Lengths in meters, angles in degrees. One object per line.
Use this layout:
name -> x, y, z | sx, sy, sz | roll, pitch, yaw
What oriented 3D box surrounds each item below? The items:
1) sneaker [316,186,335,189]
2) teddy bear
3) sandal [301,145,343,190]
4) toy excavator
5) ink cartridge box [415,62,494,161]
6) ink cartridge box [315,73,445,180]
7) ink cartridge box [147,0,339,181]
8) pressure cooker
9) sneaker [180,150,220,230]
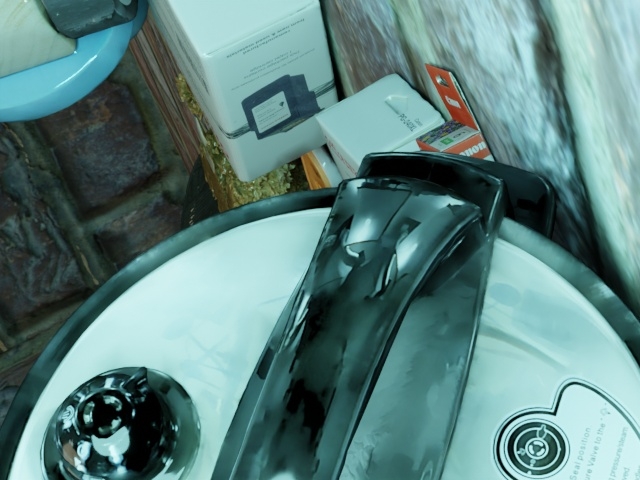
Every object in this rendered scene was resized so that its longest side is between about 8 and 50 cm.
sneaker -> 0.024, 0.041, 1.800 | 0.281, 0.162, 0.106 | -39, 49, 52
teddy bear -> -0.060, -0.078, 2.034 | 0.245, 0.113, 0.338 | 94, 156, -69
sandal -> -0.005, -0.008, 1.887 | 0.102, 0.076, 0.265 | 59, 174, 35
toy excavator -> -0.249, -0.279, 1.743 | 0.445, 0.222, 0.433 | 47, -151, -68
ink cartridge box -> 0.081, -0.044, 1.144 | 0.115, 0.029, 0.063 | 63, 175, -14
ink cartridge box -> 0.063, -0.019, 1.267 | 0.150, 0.063, 0.109 | 65, 174, -26
ink cartridge box -> -0.069, -0.175, 1.531 | 0.172, 0.100, 0.237 | 62, 174, 21
pressure cooker -> 0.022, 0.183, 1.002 | 0.420, 0.375, 0.370 | 70, 174, -59
sneaker -> -0.049, 0.038, 2.189 | 0.124, 0.178, 0.295 | -26, 63, 52
